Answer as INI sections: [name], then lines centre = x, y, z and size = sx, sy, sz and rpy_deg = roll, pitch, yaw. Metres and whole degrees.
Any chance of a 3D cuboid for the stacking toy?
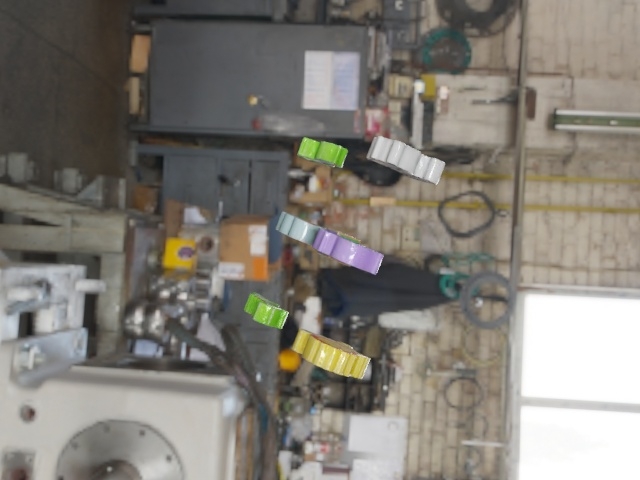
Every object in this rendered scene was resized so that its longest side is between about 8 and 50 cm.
[stacking toy]
centre = 0.000, 0.000, 0.718
size = 0.221, 0.052, 0.167
rpy_deg = 21, -91, 65
